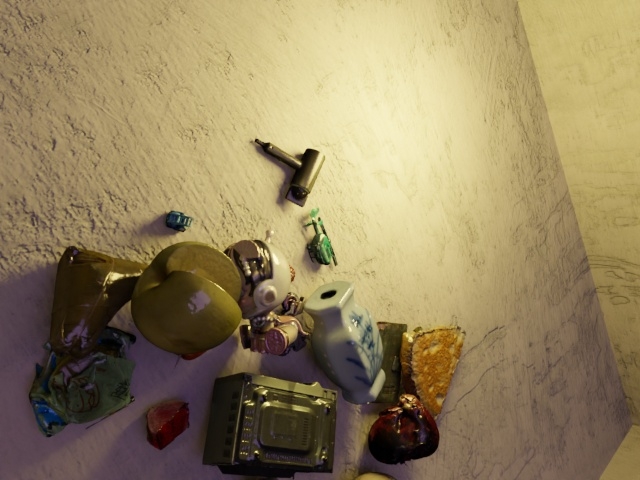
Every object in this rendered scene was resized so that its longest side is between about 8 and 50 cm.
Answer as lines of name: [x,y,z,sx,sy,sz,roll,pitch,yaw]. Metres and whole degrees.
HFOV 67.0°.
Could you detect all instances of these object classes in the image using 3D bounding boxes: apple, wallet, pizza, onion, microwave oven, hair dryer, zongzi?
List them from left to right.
zongzi: [-0.532,0.170,1.263,0.300,0.145,0.273,17,55,-42]
apple: [-0.336,0.151,1.259,0.291,0.292,0.254,-56,131,-20]
microwave oven: [-0.138,0.567,1.479,0.355,0.219,0.286,23,57,-31]
hair dryer: [-0.123,-0.250,1.618,0.249,0.078,0.195,28,76,-21]
wallet: [0.258,0.478,1.895,0.169,0.044,0.316,12,85,-35]
onion: [0.308,0.734,1.839,0.281,0.221,0.280,-6,115,-13]
pizza: [0.429,0.498,1.970,0.392,0.080,0.434,39,67,-40]

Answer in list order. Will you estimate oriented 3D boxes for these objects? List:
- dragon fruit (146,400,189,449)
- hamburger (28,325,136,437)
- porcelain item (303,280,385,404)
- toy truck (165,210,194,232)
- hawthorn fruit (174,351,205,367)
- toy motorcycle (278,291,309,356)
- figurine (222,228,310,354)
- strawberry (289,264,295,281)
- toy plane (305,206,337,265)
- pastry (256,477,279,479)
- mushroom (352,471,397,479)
dragon fruit: [-0.455,0.526,1.394,0.147,0.096,0.102,-29,121,-62]
hamburger: [-0.598,0.354,1.248,0.261,0.151,0.275,3,89,-36]
porcelain item: [0.095,0.355,1.668,0.242,0.179,0.404,-48,121,-52]
toy truck: [-0.405,-0.056,1.406,0.073,0.090,0.056,19,81,-33]
hawthorn fruit: [-0.380,0.286,1.402,0.125,0.125,0.140,65,27,-17]
toy motorcycle: [-0.090,0.286,1.634,0.123,0.080,0.215,15,82,-32]
figurine: [-0.186,0.164,1.478,0.211,0.253,0.360,-27,100,-48]
strawberry: [-0.130,0.111,1.606,0.097,0.083,0.083,31,74,-22]
toy plane: [0.000,0.000,1.703,0.096,0.060,0.234,-32,112,-38]
pastry: [-0.166,0.867,1.499,0.133,0.265,0.264,-4,93,-32]
mushroom: [0.216,1.000,1.728,0.298,0.290,0.297,0,90,-34]
